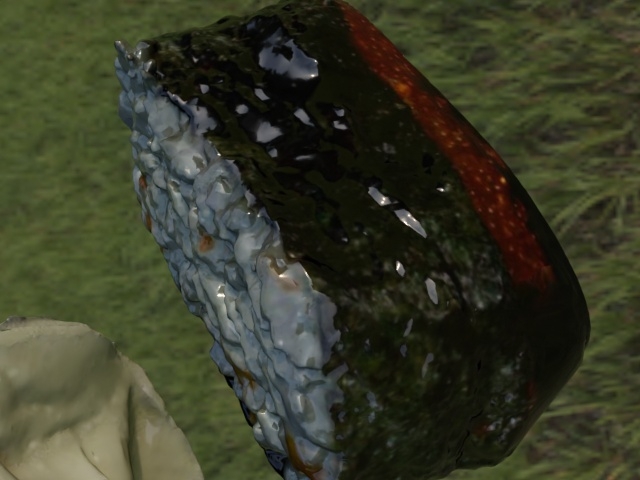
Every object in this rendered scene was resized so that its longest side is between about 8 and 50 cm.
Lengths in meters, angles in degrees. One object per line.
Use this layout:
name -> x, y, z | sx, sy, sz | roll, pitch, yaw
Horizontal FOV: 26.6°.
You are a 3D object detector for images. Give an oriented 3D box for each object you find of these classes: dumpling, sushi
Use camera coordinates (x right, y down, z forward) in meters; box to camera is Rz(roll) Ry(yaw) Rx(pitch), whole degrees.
dumpling -> -0.225, 0.199, 0.877 | 0.233, 0.395, 0.316 | 13, 91, 43
sushi -> 0.000, 0.000, 0.564 | 0.225, 0.126, 0.136 | 52, 155, 32
